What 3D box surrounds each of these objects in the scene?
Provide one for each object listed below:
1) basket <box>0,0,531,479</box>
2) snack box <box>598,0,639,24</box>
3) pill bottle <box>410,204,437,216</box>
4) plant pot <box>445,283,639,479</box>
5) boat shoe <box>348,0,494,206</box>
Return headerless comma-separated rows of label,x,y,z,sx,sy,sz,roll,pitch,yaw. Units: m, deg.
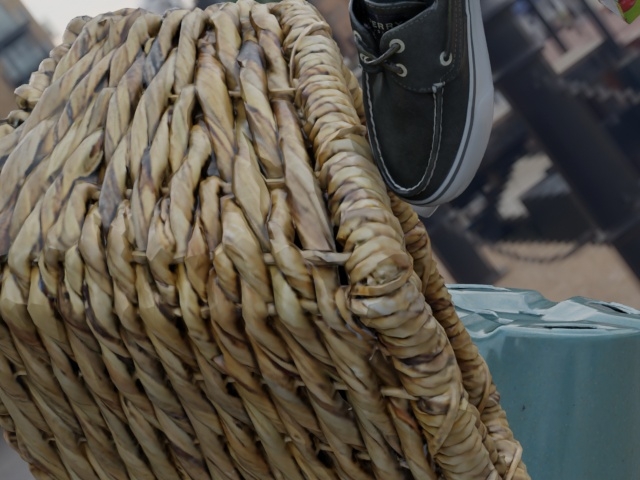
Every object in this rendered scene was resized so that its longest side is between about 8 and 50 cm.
basket,0.015,0.044,0.738,0.223,0.299,0.213,-1,43,31
snack box,0.241,-0.230,1.192,0.141,0.037,0.100,-44,-32,-1
pill bottle,0.000,0.000,1.429,0.221,0.121,0.121,-47,2,13
plant pot,0.173,0.224,1.629,0.341,0.334,0.341,4,8,-1
boat shoe,0.028,-0.076,0.564,0.049,0.142,0.040,17,26,37
